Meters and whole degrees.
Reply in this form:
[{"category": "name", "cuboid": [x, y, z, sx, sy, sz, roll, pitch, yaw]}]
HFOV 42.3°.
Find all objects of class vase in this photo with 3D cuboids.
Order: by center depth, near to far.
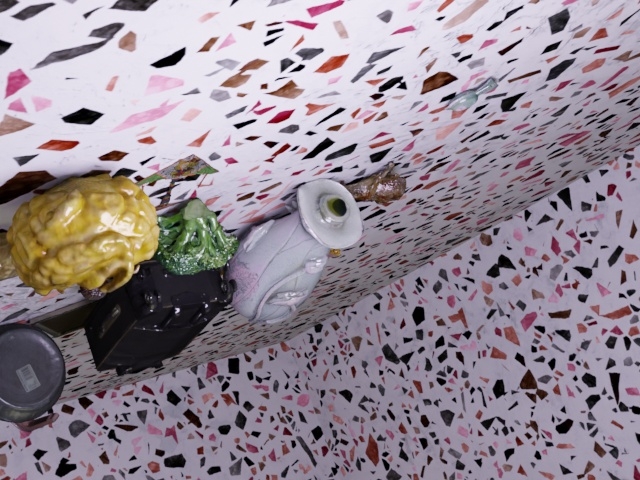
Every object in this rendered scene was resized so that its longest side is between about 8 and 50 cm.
[{"category": "vase", "cuboid": [-0.073, 0.032, 2.065, 0.250, 0.250, 0.445, -12, 158, -39]}]

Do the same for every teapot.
[{"category": "teapot", "cuboid": [-0.831, 0.387, 2.187, 0.344, 0.300, 0.253, -25, -156, 44]}]

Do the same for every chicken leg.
[{"category": "chicken leg", "cuboid": [0.119, -0.132, 2.082, 0.196, 0.081, 0.125, -15, 158, 2]}]

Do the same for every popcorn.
[{"category": "popcorn", "cuboid": [-0.390, -0.011, 1.386, 0.250, 0.190, 0.250, -18, -160, 7]}]

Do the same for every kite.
[{"category": "kite", "cuboid": [-0.288, -0.110, 1.613, 0.198, 0.006, 0.244, -15, 166, -31]}]

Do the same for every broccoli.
[{"category": "broccoli", "cuboid": [-0.275, -0.001, 1.758, 0.195, 0.195, 0.156, -11, 144, -40]}]

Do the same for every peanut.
[{"category": "peanut", "cuboid": [-0.564, 0.022, 1.535, 0.194, 0.083, 0.093, -19, 133, -36]}]

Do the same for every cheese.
[{"category": "cheese", "cuboid": [0.323, -0.308, 1.772, 0.120, 0.026, 0.067, -27, 167, 22]}]

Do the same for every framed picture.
[{"category": "framed picture", "cuboid": [-0.606, 0.188, 2.288, 0.335, 0.022, 0.247, -20, 167, -7]}]

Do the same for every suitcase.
[{"category": "suitcase", "cuboid": [-0.425, 0.178, 2.101, 0.283, 0.194, 0.434, -6, 152, -38]}]

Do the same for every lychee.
[{"category": "lychee", "cuboid": [-0.545, 0.112, 1.987, 0.067, 0.068, 0.083, 29, 149, -17]}]

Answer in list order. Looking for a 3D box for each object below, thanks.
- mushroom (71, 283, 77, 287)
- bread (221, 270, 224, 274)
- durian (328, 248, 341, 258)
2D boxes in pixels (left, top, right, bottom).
[{"category": "mushroom", "cuboid": [-0.482, 0.035, 1.698, 0.246, 0.108, 0.096, -17, -156, -11]}, {"category": "bread", "cuboid": [-0.296, 0.086, 2.381, 0.110, 0.024, 0.110, -21, 167, -5]}, {"category": "durian", "cuboid": [-0.001, 0.000, 2.286, 0.165, 0.132, 0.182, -14, -179, 16]}]
